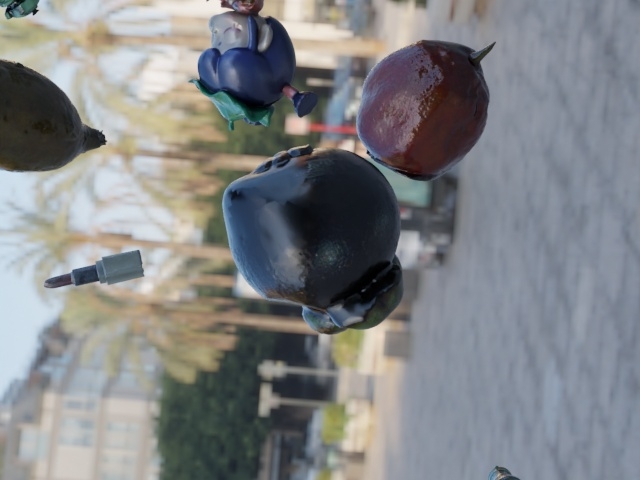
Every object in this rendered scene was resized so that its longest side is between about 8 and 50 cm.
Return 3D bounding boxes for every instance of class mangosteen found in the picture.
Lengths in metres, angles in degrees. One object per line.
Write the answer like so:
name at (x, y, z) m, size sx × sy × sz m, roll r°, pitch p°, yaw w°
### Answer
mangosteen at (0.000, 0.000, 1.751) m, size 0.243 × 0.242 × 0.243 m, roll 4°, pitch -90°, yaw -89°

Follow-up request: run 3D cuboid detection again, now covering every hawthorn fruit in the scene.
hawthorn fruit at (0.164, -0.201, 2.137) m, size 0.251 × 0.189 × 0.189 m, roll -44°, pitch 26°, yaw 35°

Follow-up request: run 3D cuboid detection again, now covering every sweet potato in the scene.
sweet potato at (-0.426, -0.166, 1.812) m, size 0.158 × 0.369 × 0.158 m, roll -38°, pitch 37°, yaw 37°

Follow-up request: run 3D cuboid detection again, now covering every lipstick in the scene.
lipstick at (-0.243, 0.036, 1.569) m, size 0.025 × 0.107 × 0.025 m, roll 94°, pitch 161°, yaw -63°

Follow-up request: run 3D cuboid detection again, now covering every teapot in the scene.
teapot at (0.224, 0.297, 1.771) m, size 0.110 × 0.042 × 0.043 m, roll -13°, pitch -73°, yaw -88°

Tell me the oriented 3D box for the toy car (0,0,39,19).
toy car at (-0.273, -0.281, 1.436) m, size 0.143 × 0.054 × 0.073 m, roll -47°, pitch -58°, yaw -28°

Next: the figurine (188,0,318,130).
figurine at (-0.069, -0.200, 1.378) m, size 0.111 × 0.102 × 0.195 m, roll 18°, pitch 112°, yaw 60°
